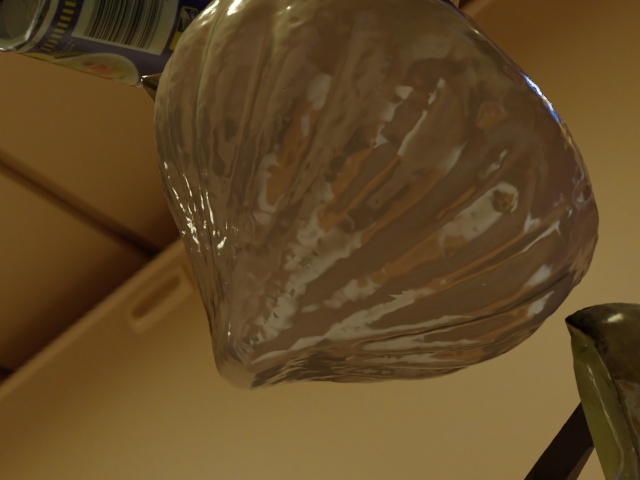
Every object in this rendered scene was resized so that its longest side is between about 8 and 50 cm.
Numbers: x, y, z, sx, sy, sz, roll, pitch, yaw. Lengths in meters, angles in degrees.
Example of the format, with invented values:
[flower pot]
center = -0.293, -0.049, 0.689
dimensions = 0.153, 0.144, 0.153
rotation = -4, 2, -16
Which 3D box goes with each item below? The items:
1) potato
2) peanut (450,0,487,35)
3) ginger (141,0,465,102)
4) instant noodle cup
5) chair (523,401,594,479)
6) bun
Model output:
[potato]
center = 0.209, 0.114, 0.572
dimensions = 0.119, 0.197, 0.054
rotation = -28, -1, -15
[peanut]
center = 0.113, -0.261, 1.212
dimensions = 0.125, 0.111, 0.274
rotation = -25, -37, 22
[ginger]
center = 0.017, -0.076, 1.071
dimensions = 0.413, 0.211, 0.358
rotation = 42, -51, -14
[instant noodle cup]
center = -0.262, -0.318, 1.390
dimensions = 0.312, 0.284, 0.284
rotation = 2, -47, -44
[chair]
center = 0.221, 0.278, 0.754
dimensions = 0.416, 0.203, 0.240
rotation = -43, -42, -21
[bun]
center = 0.000, 0.000, 0.570
dimensions = 0.175, 0.263, 0.263
rotation = -53, -28, -25
